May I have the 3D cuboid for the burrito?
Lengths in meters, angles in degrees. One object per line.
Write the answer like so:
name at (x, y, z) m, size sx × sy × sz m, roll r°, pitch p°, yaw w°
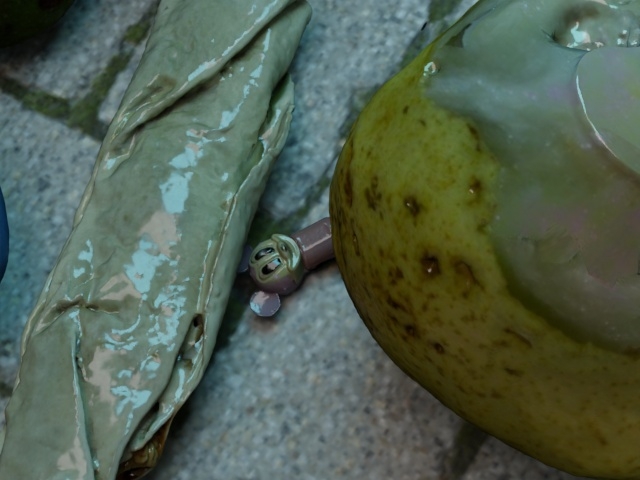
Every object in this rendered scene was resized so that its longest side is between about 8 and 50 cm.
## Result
burrito at (-0.096, 0.001, 1.101) m, size 0.117 × 0.076 × 0.392 m, roll 6°, pitch 66°, yaw 29°

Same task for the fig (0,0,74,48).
fig at (-0.226, -0.180, 1.207) m, size 0.156 × 0.123 × 0.123 m, roll 1°, pitch 60°, yaw 56°

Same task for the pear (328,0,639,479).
pear at (0.143, -0.008, 0.979) m, size 0.271 × 0.271 × 0.271 m, roll -5°, pitch 66°, yaw 11°

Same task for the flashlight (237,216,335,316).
flashlight at (0.000, 0.000, 1.109) m, size 0.110 × 0.031 × 0.052 m, roll -29°, pitch 63°, yaw -1°

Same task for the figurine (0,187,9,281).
figurine at (-0.366, -0.095, 1.118) m, size 0.416 × 0.298 × 0.243 m, roll 14°, pitch 76°, yaw 2°
